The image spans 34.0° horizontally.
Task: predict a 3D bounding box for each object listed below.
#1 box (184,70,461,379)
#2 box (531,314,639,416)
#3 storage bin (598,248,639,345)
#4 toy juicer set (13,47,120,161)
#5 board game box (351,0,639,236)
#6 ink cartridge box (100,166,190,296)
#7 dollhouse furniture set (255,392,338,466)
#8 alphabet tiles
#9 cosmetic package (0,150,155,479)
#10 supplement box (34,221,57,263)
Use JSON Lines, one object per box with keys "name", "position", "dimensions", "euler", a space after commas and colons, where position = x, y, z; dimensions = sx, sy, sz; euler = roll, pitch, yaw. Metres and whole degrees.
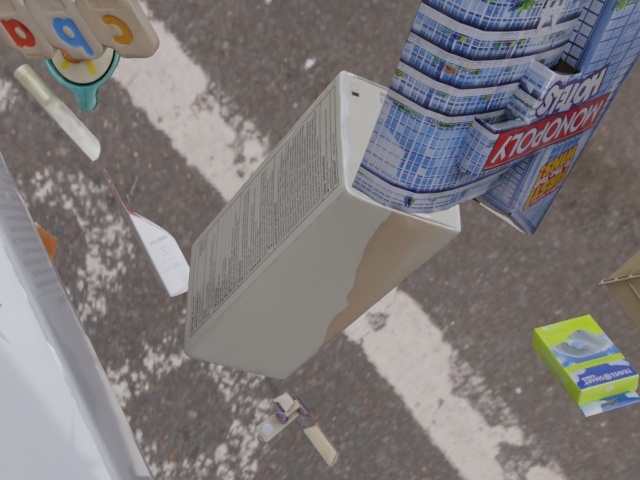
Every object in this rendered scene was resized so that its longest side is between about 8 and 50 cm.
{"name": "box", "position": [-0.011, -0.001, 1.009], "dimensions": [0.121, 0.311, 0.148], "euler": [18, 51, -25]}
{"name": "box", "position": [0.434, 0.201, 1.710], "dimensions": [0.109, 0.042, 0.178], "euler": [-13, 38, -14]}
{"name": "storage bin", "position": [0.557, 0.014, 1.406], "dimensions": [0.262, 0.260, 0.123], "euler": [-38, 94, -18]}
{"name": "toy juicer set", "position": [-0.377, -0.299, 1.528], "dimensions": [0.209, 0.328, 0.089], "euler": [27, 20, 14]}
{"name": "board game box", "position": [0.109, -0.078, 0.583], "dimensions": [0.060, 0.194, 0.194], "euler": [36, 37, 25]}
{"name": "ink cartridge box", "position": [-0.279, -0.025, 1.689], "dimensions": [0.056, 0.181, 0.224], "euler": [-26, 100, -11]}
{"name": "dollhouse furniture set", "position": [-0.039, 0.282, 1.459], "dimensions": [0.081, 0.091, 0.114], "euler": [-39, 73, 0]}
{"name": "alphabet tiles", "position": [-0.240, -0.248, 0.782], "dimensions": [0.284, 0.278, 0.021], "euler": [5, 51, 32]}
{"name": "cosmetic package", "position": [-0.288, 0.115, 0.773], "dimensions": [0.230, 0.161, 0.453], "euler": [-25, 94, -6]}
{"name": "supplement box", "position": [-0.366, 0.097, 1.208], "dimensions": [0.080, 0.078, 0.233], "euler": [2, 74, 6]}
